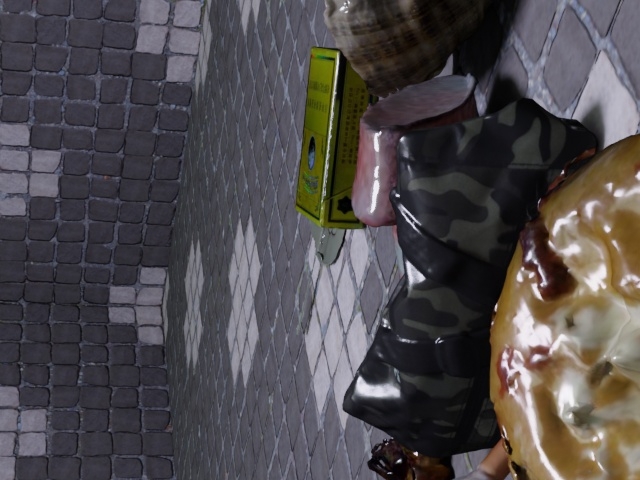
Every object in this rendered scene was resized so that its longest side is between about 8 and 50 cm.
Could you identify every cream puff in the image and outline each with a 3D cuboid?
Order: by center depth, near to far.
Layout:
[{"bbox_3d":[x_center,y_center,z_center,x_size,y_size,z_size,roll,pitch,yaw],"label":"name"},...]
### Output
[{"bbox_3d":[0.190,0.053,0.537,0.240,0.164,0.240,-8,81,57],"label":"cream puff"}]

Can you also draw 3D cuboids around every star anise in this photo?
[{"bbox_3d":[0.091,0.204,1.166,0.157,0.054,0.212,-177,87,-75],"label":"star anise"}]

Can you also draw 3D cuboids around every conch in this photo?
[{"bbox_3d":[0.092,-0.255,1.051,0.291,0.159,0.210,51,-150,-44],"label":"conch"}]

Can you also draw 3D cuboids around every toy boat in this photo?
[{"bbox_3d":[0.100,0.003,1.046,0.206,0.096,0.282,-41,-50,-54],"label":"toy boat"}]

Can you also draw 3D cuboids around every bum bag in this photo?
[{"bbox_3d":[0.109,0.041,0.934,0.095,0.144,0.340,-89,9,-57],"label":"bum bag"}]

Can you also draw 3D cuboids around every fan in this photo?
[{"bbox_3d":[0.001,0.000,1.655,0.190,0.009,0.329,-115,33,-57],"label":"fan"}]

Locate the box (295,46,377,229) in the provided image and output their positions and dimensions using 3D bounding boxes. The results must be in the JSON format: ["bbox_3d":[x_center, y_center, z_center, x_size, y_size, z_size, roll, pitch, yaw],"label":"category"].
[{"bbox_3d":[0.020,-0.132,1.491,0.141,0.064,0.219,-141,54,-71],"label":"box"}]

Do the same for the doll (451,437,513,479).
[{"bbox_3d":[0.160,0.084,0.755,0.217,0.085,0.183,-60,10,-23],"label":"doll"}]
